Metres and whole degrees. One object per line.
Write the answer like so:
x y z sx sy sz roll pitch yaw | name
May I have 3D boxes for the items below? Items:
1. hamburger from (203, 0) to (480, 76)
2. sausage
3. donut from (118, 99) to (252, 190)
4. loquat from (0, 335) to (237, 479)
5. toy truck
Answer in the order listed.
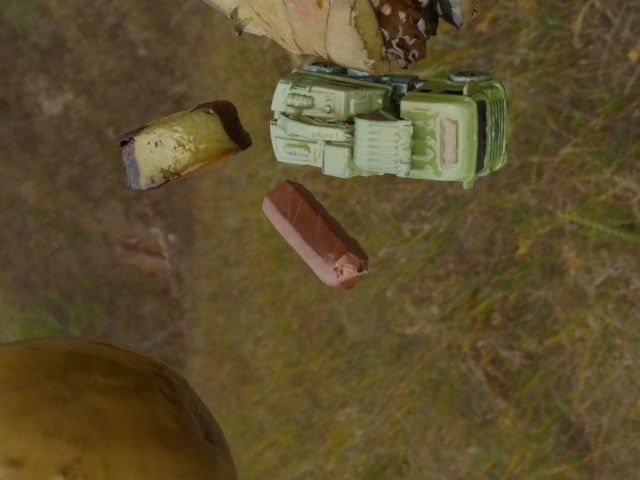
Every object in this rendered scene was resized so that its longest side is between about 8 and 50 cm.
-0.020 -0.244 0.808 0.282 0.155 0.245 54 153 -17 | hamburger
0.000 0.000 1.325 0.169 0.065 0.065 48 155 34 | sausage
-0.133 -0.091 1.079 0.140 0.140 0.059 -2 111 59 | donut
-0.149 0.153 0.638 0.208 0.208 0.208 39 150 28 | loquat
0.044 -0.091 0.894 0.191 0.116 0.085 9 110 26 | toy truck
